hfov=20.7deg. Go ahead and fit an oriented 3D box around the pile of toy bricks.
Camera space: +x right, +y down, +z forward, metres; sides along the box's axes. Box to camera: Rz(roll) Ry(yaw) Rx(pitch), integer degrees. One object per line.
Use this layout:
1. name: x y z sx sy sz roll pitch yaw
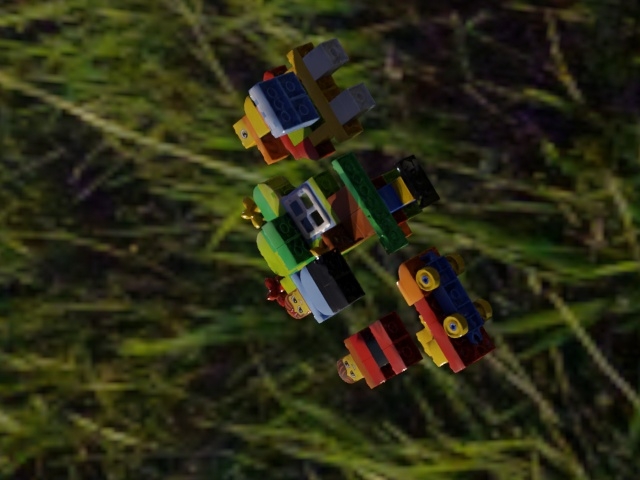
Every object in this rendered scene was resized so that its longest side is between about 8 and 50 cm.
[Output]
1. pile of toy bricks: 0.000 0.000 1.023 0.105 0.118 0.212 -35 83 45
